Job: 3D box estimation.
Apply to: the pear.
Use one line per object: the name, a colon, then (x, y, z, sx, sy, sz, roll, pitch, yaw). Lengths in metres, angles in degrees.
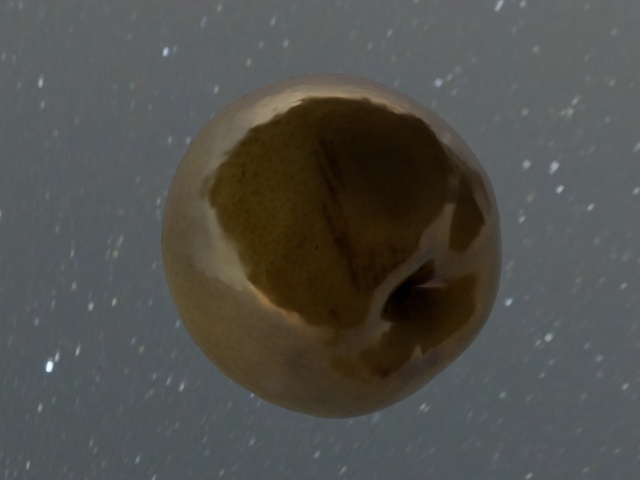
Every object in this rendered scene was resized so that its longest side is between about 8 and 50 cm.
pear: (0.000, 0.000, 1.015, 0.209, 0.209, 0.208, 5, -115, -12)
